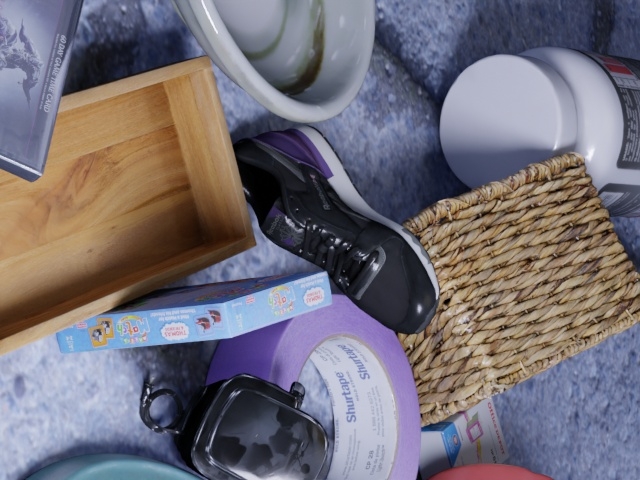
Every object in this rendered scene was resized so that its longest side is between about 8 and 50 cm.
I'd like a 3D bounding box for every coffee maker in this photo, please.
[{"bbox_3d":[-0.085,0.187,1.897,0.178,0.171,0.120,136,-42,-81],"label":"coffee maker"}]

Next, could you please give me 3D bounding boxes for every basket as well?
[{"bbox_3d":[0.197,0.059,2.319,0.299,0.213,0.223,-24,85,-35],"label":"basket"}]

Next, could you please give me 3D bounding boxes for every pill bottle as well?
[{"bbox_3d":[0.321,-0.136,2.523,0.363,0.210,0.210,2,82,-53],"label":"pill bottle"}]

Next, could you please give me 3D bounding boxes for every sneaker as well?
[{"bbox_3d":[0.000,0.000,2.087,0.124,0.107,0.283,-12,51,-47],"label":"sneaker"}]

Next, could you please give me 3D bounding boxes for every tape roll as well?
[{"bbox_3d":[-0.005,0.196,2.127,0.275,0.090,0.275,15,70,-51],"label":"tape roll"}]

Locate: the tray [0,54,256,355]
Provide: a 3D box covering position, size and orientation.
[{"bbox_3d":[-0.230,-0.036,1.885,0.411,0.076,0.203,-24,102,-53],"label":"tray"}]

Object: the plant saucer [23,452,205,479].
[{"bbox_3d":[-0.144,0.308,1.804,0.317,0.044,0.318,23,35,-17],"label":"plant saucer"}]

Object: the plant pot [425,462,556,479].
[{"bbox_3d":[0.189,0.400,2.223,0.275,0.275,0.243,47,37,-37],"label":"plant pot"}]

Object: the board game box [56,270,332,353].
[{"bbox_3d":[-0.120,0.067,1.893,0.160,0.211,0.039,-16,96,-53],"label":"board game box"}]

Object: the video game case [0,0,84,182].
[{"bbox_3d":[-0.342,-0.187,1.716,0.274,0.026,0.196,24,58,-26],"label":"video game case"}]

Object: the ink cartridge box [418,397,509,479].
[{"bbox_3d":[0.166,0.243,2.377,0.122,0.052,0.088,-33,109,-52],"label":"ink cartridge box"}]

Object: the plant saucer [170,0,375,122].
[{"bbox_3d":[-0.079,-0.309,2.054,0.400,0.100,0.400,32,52,-54],"label":"plant saucer"}]
